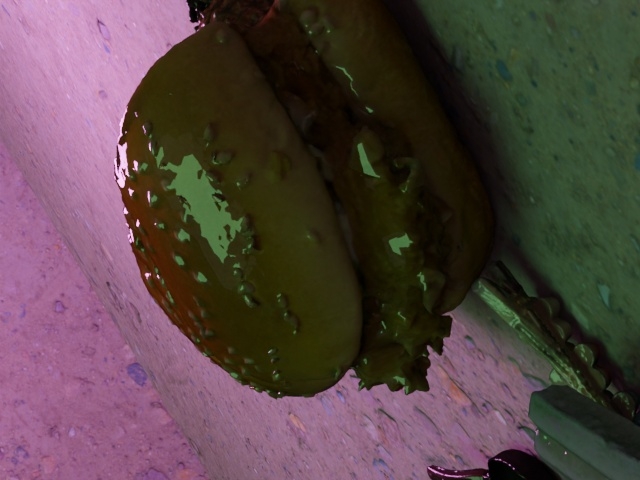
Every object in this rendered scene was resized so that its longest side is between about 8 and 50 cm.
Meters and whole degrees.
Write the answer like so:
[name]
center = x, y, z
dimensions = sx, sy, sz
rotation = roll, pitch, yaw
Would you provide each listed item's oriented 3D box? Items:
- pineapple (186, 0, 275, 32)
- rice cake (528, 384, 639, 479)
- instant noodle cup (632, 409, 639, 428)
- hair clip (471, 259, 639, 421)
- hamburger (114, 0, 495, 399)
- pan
[pineapple]
center = -0.086, -0.215, 1.244
dimensions = 0.197, 0.108, 0.108
rotation = 54, 161, 23
[rice cake]
center = 0.232, 0.175, 0.943
dimensions = 0.226, 0.040, 0.085
rotation = 33, 146, 54
[instant noodle cup]
center = 0.300, 0.170, 0.935
dimensions = 0.179, 0.070, 0.157
rotation = 12, 129, 66
[hair clip]
center = 0.207, 0.102, 1.087
dimensions = 0.214, 0.056, 0.062
rotation = 48, 133, 11
[hamburger]
center = 0.000, 0.000, 1.131
dimensions = 0.287, 0.268, 0.445
rotation = 43, 155, 27
[pan]
center = 0.189, 0.259, 1.368
dimensions = 0.212, 0.040, 0.115
rotation = 6, 127, 57
